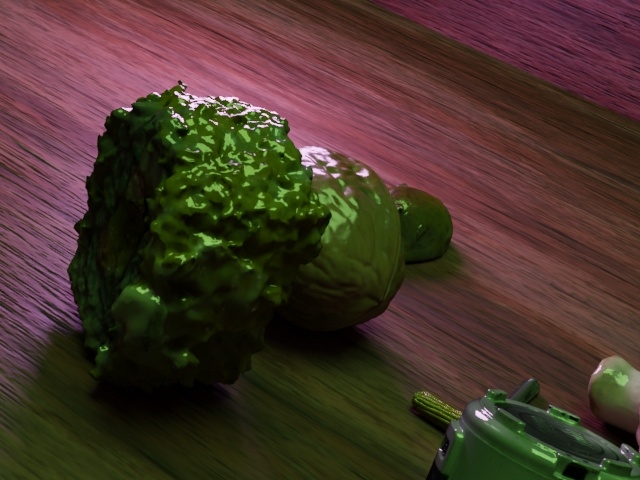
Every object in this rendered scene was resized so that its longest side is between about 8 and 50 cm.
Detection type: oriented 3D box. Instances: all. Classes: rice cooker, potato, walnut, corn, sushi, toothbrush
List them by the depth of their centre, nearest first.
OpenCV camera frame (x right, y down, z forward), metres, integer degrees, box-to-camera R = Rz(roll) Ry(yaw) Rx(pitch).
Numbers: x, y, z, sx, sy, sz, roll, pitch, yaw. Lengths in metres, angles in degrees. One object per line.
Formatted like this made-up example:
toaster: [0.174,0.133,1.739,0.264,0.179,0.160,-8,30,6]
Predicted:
rice cooker: [0.238,0.317,1.155,0.241,0.227,0.280,20,7,-5]
sushi: [-0.173,0.001,1.306,0.240,0.396,0.351,8,37,-28]
corn: [0.175,0.250,1.434,0.092,0.037,0.037,32,31,21]
toothbrush: [0.265,0.265,1.473,0.030,0.030,0.297,54,35,9]
walnut: [-0.002,0.002,1.541,0.252,0.277,0.313,-29,51,-15]
potato: [0.148,-0.044,1.873,0.271,0.111,0.160,-3,33,-36]

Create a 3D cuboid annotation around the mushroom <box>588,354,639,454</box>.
mushroom: [0.565,0.246,1.401,0.315,0.315,0.356,-16,53,-47]
